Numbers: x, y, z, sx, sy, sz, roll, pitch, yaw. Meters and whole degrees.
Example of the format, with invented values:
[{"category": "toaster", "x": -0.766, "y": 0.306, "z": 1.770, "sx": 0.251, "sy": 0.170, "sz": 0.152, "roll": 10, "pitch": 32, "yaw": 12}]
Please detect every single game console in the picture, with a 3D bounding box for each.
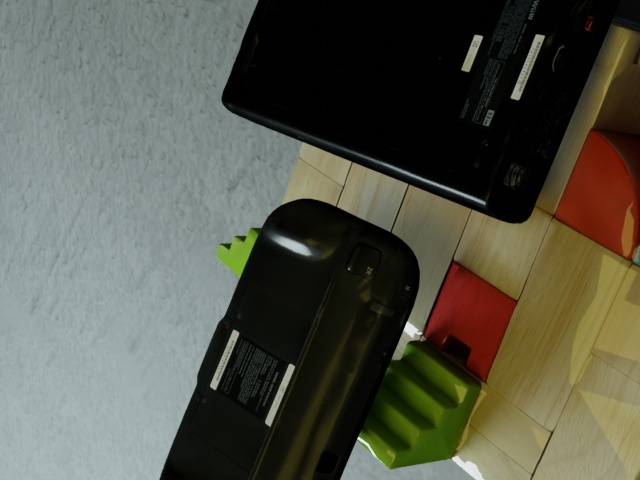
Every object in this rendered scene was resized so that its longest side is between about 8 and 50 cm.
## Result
[{"category": "game console", "x": 0.000, "y": 0.000, "z": 0.552, "sx": 0.213, "sy": 0.044, "sz": 0.361, "roll": 27, "pitch": 96, "yaw": 45}]

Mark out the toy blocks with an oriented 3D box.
[{"category": "toy blocks", "x": 0.116, "y": -0.019, "z": 0.577, "sx": 0.381, "sy": 0.191, "sz": 0.261, "roll": 37, "pitch": 115, "yaw": 42}]
